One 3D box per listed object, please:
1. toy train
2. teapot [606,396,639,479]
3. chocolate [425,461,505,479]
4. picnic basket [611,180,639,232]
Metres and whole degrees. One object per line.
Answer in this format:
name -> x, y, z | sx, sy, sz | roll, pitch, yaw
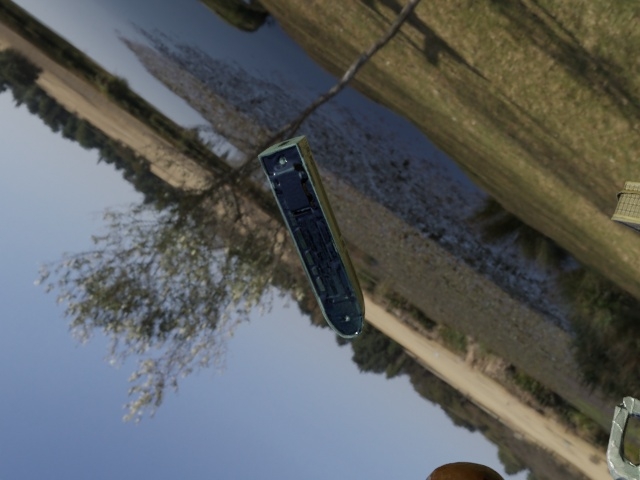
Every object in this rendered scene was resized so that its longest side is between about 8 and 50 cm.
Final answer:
toy train -> 0.000, 0.000, 1.287 | 0.088, 0.086, 0.407 | -60, -49, -65
teapot -> 0.669, 0.411, 1.252 | 0.221, 0.178, 0.163 | 27, 169, 14
chocolate -> 0.268, 0.492, 1.215 | 0.176, 0.177, 0.177 | 33, 179, 1
picnic basket -> 0.653, -0.048, 1.250 | 0.164, 0.079, 0.115 | 18, -179, -27
